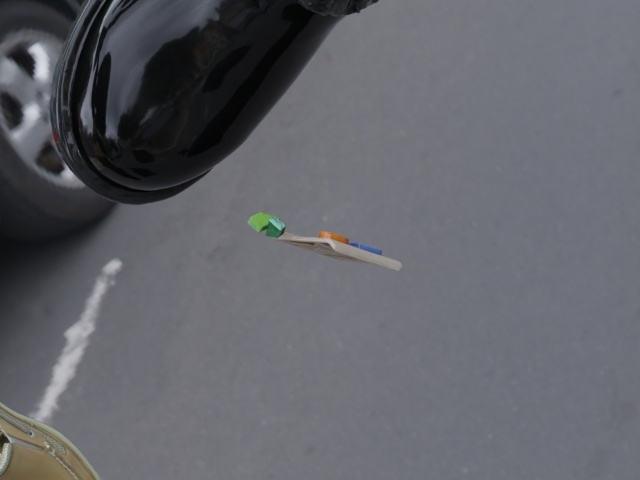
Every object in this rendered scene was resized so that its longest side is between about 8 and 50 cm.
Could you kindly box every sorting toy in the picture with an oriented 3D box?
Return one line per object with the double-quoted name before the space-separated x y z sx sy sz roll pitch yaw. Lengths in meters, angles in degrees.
"sorting toy" 0.000 0.000 0.714 0.062 0.083 0.012 11 84 51

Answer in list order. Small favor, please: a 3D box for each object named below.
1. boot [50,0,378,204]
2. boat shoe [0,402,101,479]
"boot" -0.013 -0.151 0.682 0.348 0.131 0.260 -54 24 0
"boat shoe" -0.208 0.138 0.779 0.068 0.190 0.072 -53 24 -7
